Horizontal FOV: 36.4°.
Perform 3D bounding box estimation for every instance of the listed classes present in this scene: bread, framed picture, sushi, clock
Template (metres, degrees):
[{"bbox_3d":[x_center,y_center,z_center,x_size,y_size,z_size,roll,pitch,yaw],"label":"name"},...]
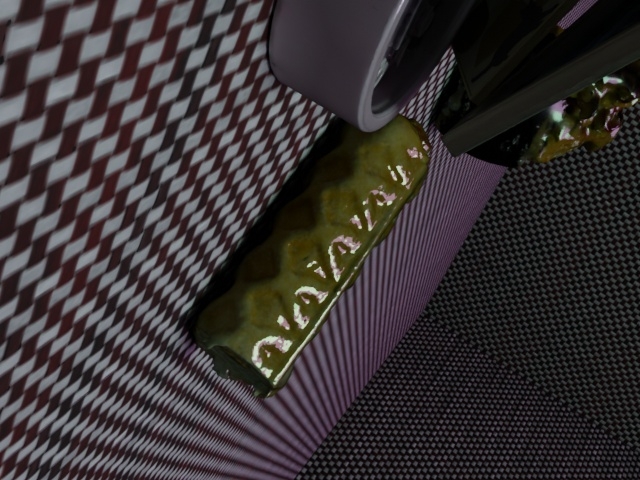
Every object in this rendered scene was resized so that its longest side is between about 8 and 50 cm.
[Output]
[{"bbox_3d":[0.001,0.001,0.799,0.269,0.098,0.087,-54,-149,-17],"label":"bread"},{"bbox_3d":[0.134,-0.195,0.675,0.136,0.010,0.201,-47,-152,29],"label":"framed picture"},{"bbox_3d":[0.278,-0.183,1.205,0.200,0.204,0.213,-54,175,-41],"label":"sushi"},{"bbox_3d":[0.238,-0.171,0.647,0.232,0.024,0.315,-27,-171,48],"label":"framed picture"},{"bbox_3d":[0.051,-0.166,0.593,0.197,0.068,0.197,-54,169,-16],"label":"clock"}]
